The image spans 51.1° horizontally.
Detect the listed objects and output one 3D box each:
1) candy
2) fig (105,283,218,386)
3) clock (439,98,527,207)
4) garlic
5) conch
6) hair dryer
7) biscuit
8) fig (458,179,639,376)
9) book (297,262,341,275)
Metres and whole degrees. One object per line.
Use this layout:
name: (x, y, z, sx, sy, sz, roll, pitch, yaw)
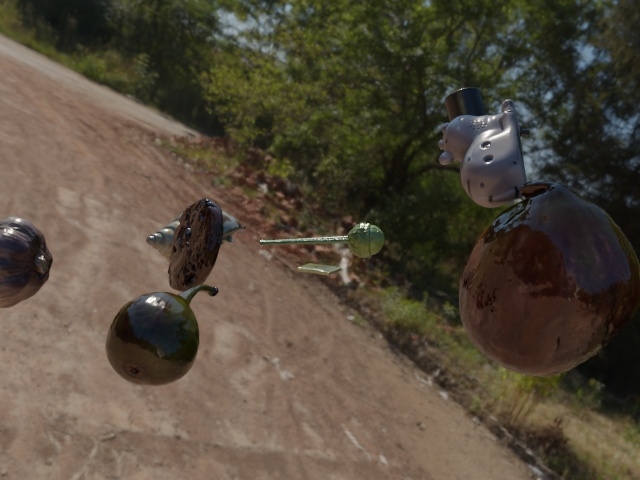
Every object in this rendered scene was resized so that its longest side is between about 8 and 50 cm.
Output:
candy: (0.000, 0.000, 1.762, 0.336, 0.093, 0.092, -1, -11, 11)
fig: (-0.203, 0.109, 0.950, 0.124, 0.124, 0.236, 27, 33, 9)
clock: (0.228, -0.118, 0.958, 0.117, 0.176, 0.080, -12, -42, 22)
garlic: (-0.532, 0.037, 1.175, 0.102, 0.159, 0.147, 3, -33, 10)
conch: (-0.340, -0.007, 1.791, 0.149, 0.182, 0.275, 44, 33, 4)
hair dryer: (0.389, -0.221, 1.462, 0.248, 0.195, 0.078, -4, -13, -37)
biscuit: (-0.240, 0.011, 1.263, 0.049, 0.192, 0.192, 14, 12, -28)
fig: (0.288, 0.058, 0.858, 0.224, 0.224, 0.263, 28, -31, 19)
book: (-0.003, 0.084, 1.977, 0.111, 0.014, 0.077, 6, 12, 30)
